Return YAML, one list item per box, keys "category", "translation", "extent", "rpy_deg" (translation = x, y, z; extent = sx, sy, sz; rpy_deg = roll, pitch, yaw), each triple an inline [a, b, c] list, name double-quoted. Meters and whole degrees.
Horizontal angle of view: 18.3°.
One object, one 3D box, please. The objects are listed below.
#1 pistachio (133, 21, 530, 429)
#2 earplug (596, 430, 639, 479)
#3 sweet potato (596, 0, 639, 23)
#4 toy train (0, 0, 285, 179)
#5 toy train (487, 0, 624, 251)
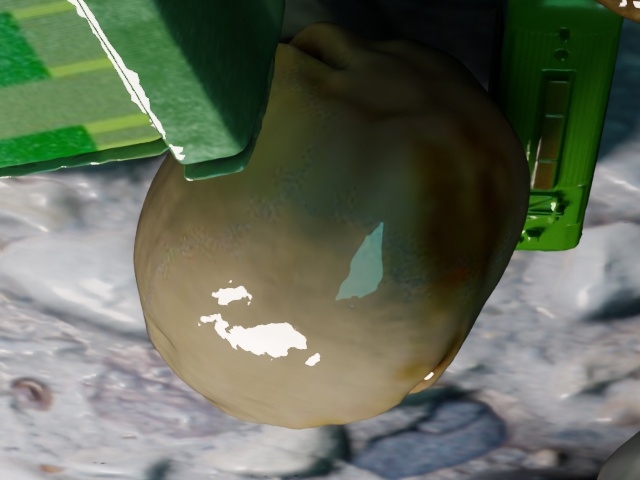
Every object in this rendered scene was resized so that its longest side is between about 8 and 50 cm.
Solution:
- category: "pistachio"
  translation: [0.000, 0.000, 0.760]
  extent: [0.144, 0.144, 0.215]
  rpy_deg: [12, 156, -15]
- category: "earplug"
  translation: [0.337, 0.142, 0.814]
  extent: [0.313, 0.312, 0.394]
  rpy_deg: [19, 145, -26]
- category: "sweet potato"
  translation: [0.148, -0.097, 0.649]
  extent: [0.269, 0.074, 0.075]
  rpy_deg: [12, 148, -24]
- category: "toy train"
  translation: [-0.140, -0.121, 0.588]
  extent: [0.202, 0.120, 0.301]
  rpy_deg: [-9, 148, 13]
- category: "toy train"
  translation: [0.087, -0.062, 0.744]
  extent: [0.044, 0.042, 0.209]
  rpy_deg: [1, 150, 2]
